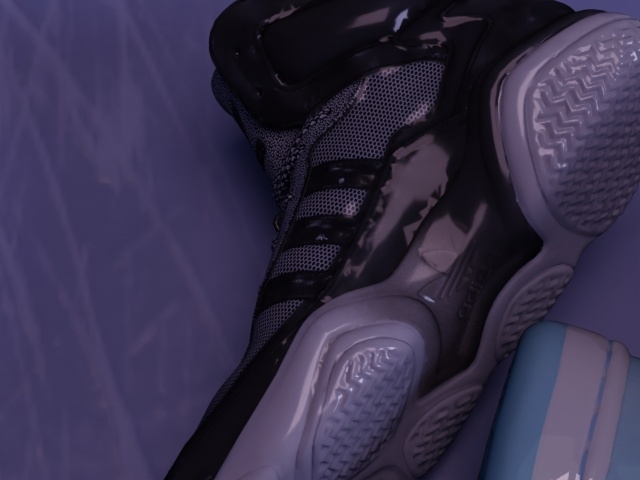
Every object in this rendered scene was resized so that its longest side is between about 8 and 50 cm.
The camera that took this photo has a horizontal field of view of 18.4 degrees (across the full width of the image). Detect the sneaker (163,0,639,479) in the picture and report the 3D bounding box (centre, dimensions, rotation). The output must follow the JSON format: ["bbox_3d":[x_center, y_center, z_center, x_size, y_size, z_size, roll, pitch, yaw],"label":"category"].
[{"bbox_3d":[0.000,0.000,0.745,0.153,0.101,0.268,34,76,29],"label":"sneaker"}]

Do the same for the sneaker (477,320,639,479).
[{"bbox_3d":[0.136,0.186,0.642,0.208,0.127,0.319,13,63,2],"label":"sneaker"}]
